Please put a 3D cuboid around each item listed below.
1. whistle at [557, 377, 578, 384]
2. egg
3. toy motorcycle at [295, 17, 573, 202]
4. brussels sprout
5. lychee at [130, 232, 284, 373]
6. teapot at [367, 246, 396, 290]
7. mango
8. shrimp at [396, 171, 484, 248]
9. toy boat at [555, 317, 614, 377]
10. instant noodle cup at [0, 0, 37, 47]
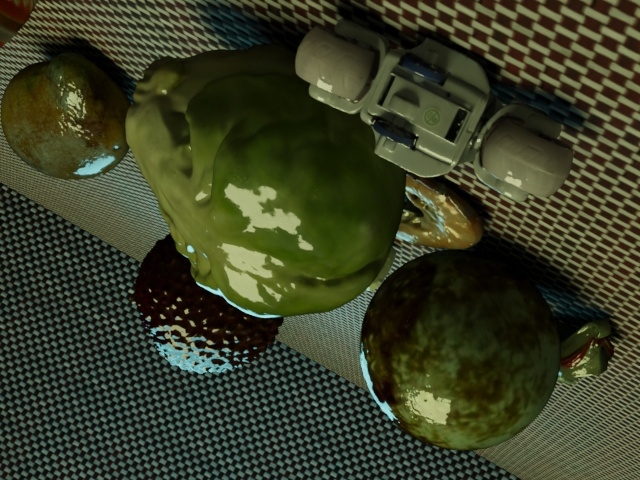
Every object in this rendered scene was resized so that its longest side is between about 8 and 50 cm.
[{"bbox_3d":[0.261,0.160,1.828,0.102,0.105,0.253,-12,-163,-36],"label":"whistle"},{"bbox_3d":[0.161,0.125,1.572,0.238,0.238,0.289,36,-177,-24],"label":"egg"},{"bbox_3d":[0.097,-0.112,1.092,0.254,0.112,0.112,29,169,15],"label":"toy motorcycle"},{"bbox_3d":[-0.049,-0.056,1.292,0.317,0.242,0.273,23,161,39],"label":"brussels sprout"},{"bbox_3d":[-0.207,0.106,2.384,0.304,0.275,0.275,-1,157,20],"label":"lychee"},{"bbox_3d":[0.000,0.000,1.771,0.200,0.107,0.077,38,169,-30],"label":"teapot"},{"bbox_3d":[-0.353,-0.181,1.838,0.193,0.146,0.316,32,155,-10],"label":"mango"},{"bbox_3d":[0.095,-0.038,1.494,0.133,0.053,0.236,34,165,-28],"label":"shrimp"},{"bbox_3d":[0.319,0.132,1.618,0.089,0.071,0.185,-10,178,-14],"label":"toy boat"},{"bbox_3d":[-0.398,-0.292,1.237,0.250,0.250,0.192,36,178,-26],"label":"instant noodle cup"}]
